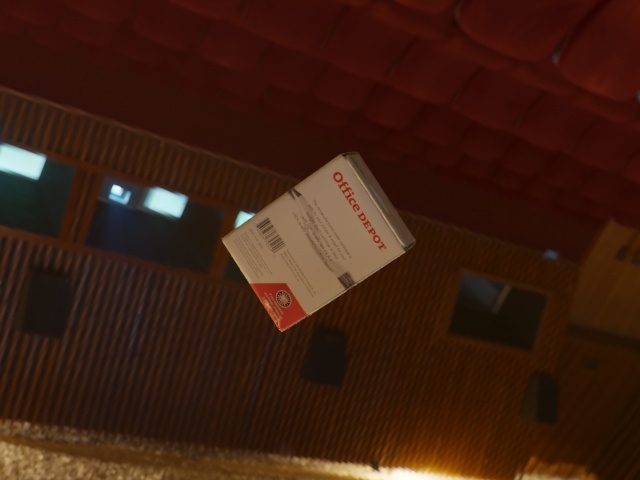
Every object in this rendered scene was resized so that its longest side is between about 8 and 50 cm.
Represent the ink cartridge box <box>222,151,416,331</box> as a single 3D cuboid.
[{"bbox_3d":[0.000,0.000,0.835,0.099,0.135,0.056,57,-162,3],"label":"ink cartridge box"}]
